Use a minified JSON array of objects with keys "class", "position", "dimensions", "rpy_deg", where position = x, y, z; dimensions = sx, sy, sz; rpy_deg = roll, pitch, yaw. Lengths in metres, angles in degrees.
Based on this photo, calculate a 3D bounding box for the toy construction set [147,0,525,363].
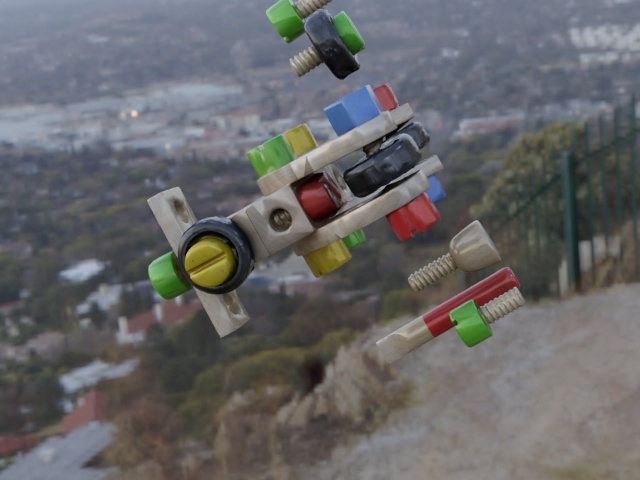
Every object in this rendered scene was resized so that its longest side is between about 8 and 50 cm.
[{"class":"toy construction set","position":[0.000,0.000,0.961],"dimensions":[0.237,0.309,0.257],"rpy_deg":[-32,28,11]}]
